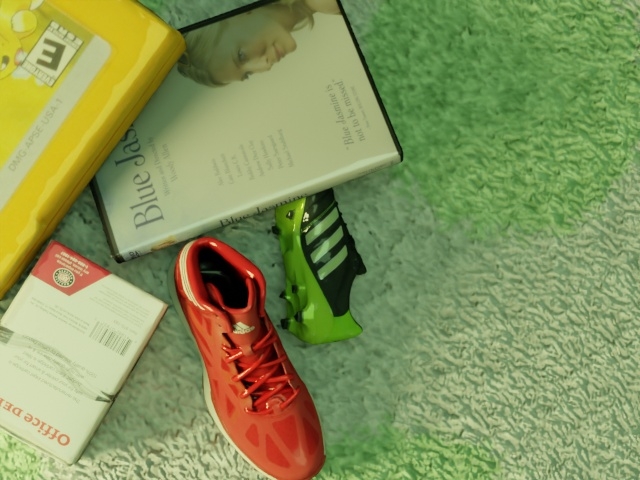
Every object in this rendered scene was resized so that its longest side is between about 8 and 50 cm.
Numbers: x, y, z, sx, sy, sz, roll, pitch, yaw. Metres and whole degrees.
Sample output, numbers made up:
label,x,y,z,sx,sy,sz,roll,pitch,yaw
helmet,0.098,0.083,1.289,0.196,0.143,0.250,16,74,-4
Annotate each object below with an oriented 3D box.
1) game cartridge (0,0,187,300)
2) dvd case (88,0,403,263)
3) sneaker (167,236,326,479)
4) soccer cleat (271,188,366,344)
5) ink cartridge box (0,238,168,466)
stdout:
label,x,y,z,sx,sy,sz,roll,pitch,yaw
game cartridge,-0.315,-0.113,1.057,0.285,0.052,0.323,35,86,4
dvd case,-0.079,-0.104,1.095,0.253,0.022,0.180,-20,72,-2
sneaker,-0.061,0.098,1.049,0.087,0.128,0.221,-31,86,-10
soccer cleat,0.000,0.000,1.113,0.072,0.060,0.179,3,78,-30
ink cartridge box,-0.208,0.092,1.064,0.109,0.063,0.150,30,80,-3
